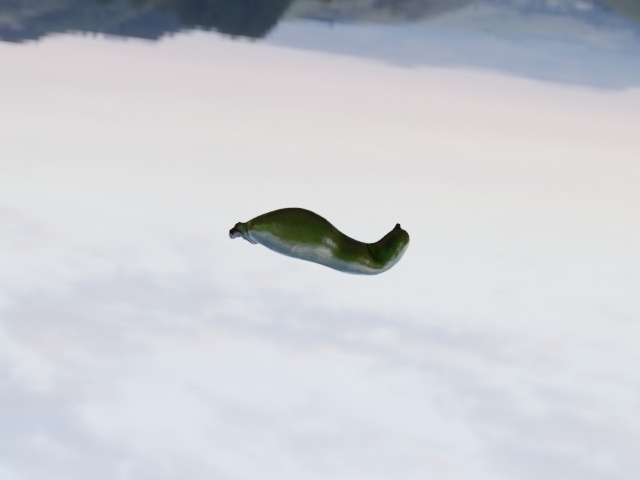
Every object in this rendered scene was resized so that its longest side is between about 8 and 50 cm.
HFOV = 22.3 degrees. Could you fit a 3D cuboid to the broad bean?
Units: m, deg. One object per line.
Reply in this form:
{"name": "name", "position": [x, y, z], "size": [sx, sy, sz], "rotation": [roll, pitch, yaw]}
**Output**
{"name": "broad bean", "position": [0.000, 0.000, 1.863], "size": [0.214, 0.070, 0.048], "rotation": [7, 170, -17]}
